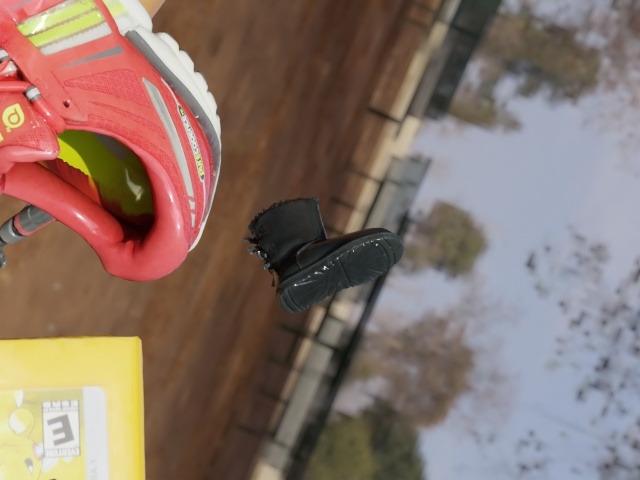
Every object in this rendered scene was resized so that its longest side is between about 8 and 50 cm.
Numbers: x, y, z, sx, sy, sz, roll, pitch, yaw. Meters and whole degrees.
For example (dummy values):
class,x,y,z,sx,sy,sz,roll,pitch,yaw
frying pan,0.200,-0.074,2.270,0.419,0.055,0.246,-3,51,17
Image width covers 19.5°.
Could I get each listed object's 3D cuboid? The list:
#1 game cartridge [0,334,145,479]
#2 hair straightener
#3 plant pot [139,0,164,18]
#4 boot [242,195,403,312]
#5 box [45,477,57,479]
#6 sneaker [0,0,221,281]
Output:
class,x,y,z,sx,sy,sz,roll,pitch,yaw
game cartridge,-0.270,0.238,1.464,0.053,0.285,0.323,-16,-104,61
hair straightener,-0.186,-0.044,1.547,0.230,0.047,0.089,-34,-173,23
plant pot,-0.225,-0.254,1.465,0.203,0.291,0.291,-42,179,-7
boot,0.001,0.000,1.551,0.045,0.121,0.099,59,6,-43
box,-0.150,0.330,0.909,0.318,0.097,0.395,2,69,-83
sneaker,-0.138,-0.084,0.817,0.107,0.279,0.118,-27,-142,28
